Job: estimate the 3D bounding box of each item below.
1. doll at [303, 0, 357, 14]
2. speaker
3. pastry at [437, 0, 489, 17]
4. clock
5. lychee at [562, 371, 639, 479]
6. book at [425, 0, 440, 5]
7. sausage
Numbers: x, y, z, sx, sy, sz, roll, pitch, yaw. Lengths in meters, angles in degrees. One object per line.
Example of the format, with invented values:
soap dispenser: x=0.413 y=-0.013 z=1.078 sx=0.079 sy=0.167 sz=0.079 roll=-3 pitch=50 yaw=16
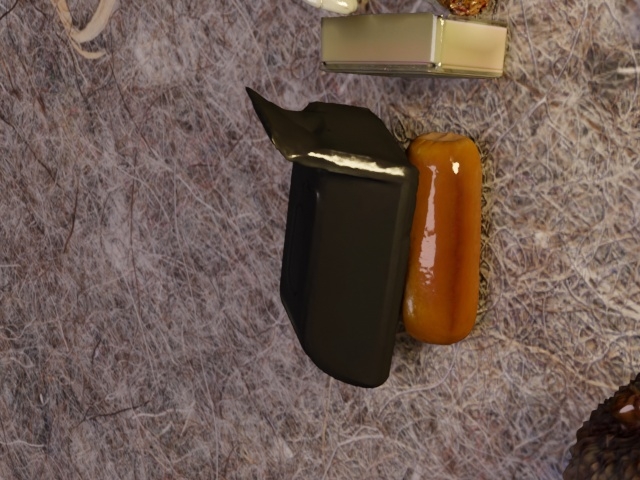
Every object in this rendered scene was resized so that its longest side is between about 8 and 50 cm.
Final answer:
doll: x=0.049 y=-0.419 z=1.236 sx=0.208 sy=0.144 sz=0.271 roll=-121 pitch=41 yaw=-69
speaker: x=0.000 y=0.000 z=1.264 sx=0.180 sy=0.184 sz=0.388 roll=-117 pitch=27 yaw=-53
pastry: x=0.195 y=-0.332 z=1.158 sx=0.087 sy=0.063 sz=0.169 roll=48 pitch=125 yaw=14
clock: x=0.112 y=-0.237 z=1.208 sx=0.192 sy=0.147 sz=0.071 roll=10 pitch=101 yaw=42
lychee: x=0.390 y=0.245 z=0.965 sx=0.300 sy=0.300 sz=0.300 roll=11 pitch=107 yaw=42
book: x=0.141 y=-0.393 z=1.240 sx=0.127 sy=0.014 sz=0.182 roll=30 pitch=119 yaw=37
sausage: x=0.151 y=0.000 z=1.255 sx=0.105 sy=0.105 sz=0.274 roll=11 pitch=106 yaw=43
